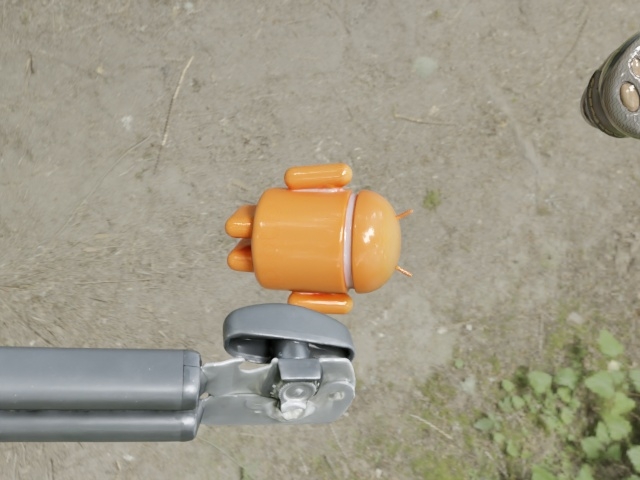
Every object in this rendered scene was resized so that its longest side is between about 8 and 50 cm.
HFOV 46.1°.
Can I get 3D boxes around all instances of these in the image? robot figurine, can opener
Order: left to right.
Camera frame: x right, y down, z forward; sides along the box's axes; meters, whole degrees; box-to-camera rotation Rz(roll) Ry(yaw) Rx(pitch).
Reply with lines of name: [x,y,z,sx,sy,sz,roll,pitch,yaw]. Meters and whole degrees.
can opener: [-0.112,0.096,0.556,0.283,0.076,0.095,3,41,-11]
robot figurine: [0.000,0.002,0.894,0.219,0.128,0.158,2,71,10]

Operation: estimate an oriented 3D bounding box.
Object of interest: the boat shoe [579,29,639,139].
boat shoe: [0.416,-0.210,0.761,0.355,0.130,0.132,-23,98,-8]
